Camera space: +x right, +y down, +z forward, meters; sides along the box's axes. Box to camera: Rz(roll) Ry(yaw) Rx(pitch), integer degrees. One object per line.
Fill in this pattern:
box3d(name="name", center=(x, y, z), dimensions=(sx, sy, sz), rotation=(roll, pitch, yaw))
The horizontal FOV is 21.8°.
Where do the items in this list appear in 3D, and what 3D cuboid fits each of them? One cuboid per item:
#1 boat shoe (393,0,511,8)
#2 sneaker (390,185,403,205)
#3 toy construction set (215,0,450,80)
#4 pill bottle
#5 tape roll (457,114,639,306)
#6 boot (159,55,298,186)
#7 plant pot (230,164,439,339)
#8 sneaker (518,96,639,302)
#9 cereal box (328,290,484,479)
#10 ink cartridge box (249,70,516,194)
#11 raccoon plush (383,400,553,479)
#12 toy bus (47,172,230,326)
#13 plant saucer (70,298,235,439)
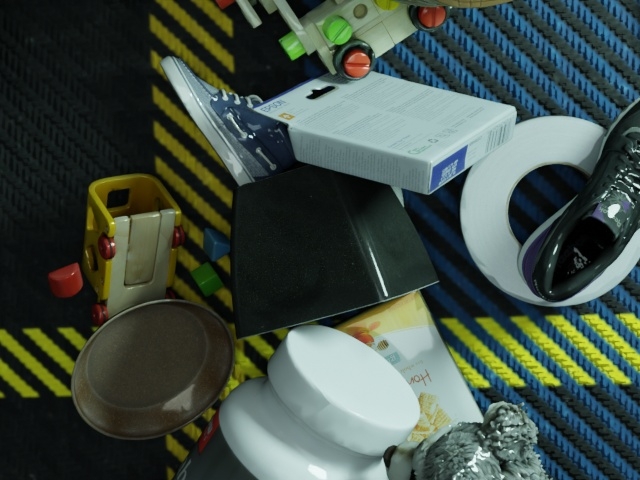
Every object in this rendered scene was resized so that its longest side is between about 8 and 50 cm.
box3d(name="boat shoe", center=(0.090, -0.304, 1.771), dimensions=(0.285, 0.089, 0.104), rotation=(3, 98, -18))
box3d(name="sneaker", center=(0.045, -0.082, 1.940), dimensions=(0.070, 0.051, 0.134), rotation=(-22, 100, 17))
box3d(name="toy construction set", center=(0.037, -0.313, 1.866), dimensions=(0.328, 0.151, 0.215), rotation=(-26, 118, 12))
box3d(name="pill bottle", center=(-0.054, 0.284, 1.855), dimensions=(0.210, 0.210, 0.363), rotation=(32, 111, -1))
box3d(name="tape roll", center=(0.269, -0.036, 1.923), dimensions=(0.219, 0.072, 0.219), rotation=(0, 96, 2))
box3d(name="boot", center=(-0.103, -0.150, 1.935), dimensions=(0.086, 0.069, 0.190), rotation=(-35, 101, -2))
box3d(name="plant pot", center=(0.000, 0.000, 1.864), dimensions=(0.188, 0.187, 0.167), rotation=(-17, 88, 22))
box3d(name="sneaker", center=(0.332, -0.044, 1.821), dimensions=(0.107, 0.124, 0.283), rotation=(35, 95, -2))
box3d(name="cereal box", center=(0.090, 0.197, 1.962), dimensions=(0.173, 0.047, 0.240), rotation=(-27, 94, 6))
box3d(name="ink cartridge box", center=(0.070, -0.126, 1.826), dimensions=(0.224, 0.223, 0.045), rotation=(18, 117, 25))
box3d(name="raccoon plush", center=(0.273, 0.317, 1.749), dimensions=(0.446, 0.299, 0.216), rotation=(12, 60, -3))
box3d(name="toy bus", center=(-0.226, 0.020, 1.929), dimensions=(0.202, 0.191, 0.104), rotation=(-42, 48, 5))
box3d(name="plant saucer", center=(-0.198, 0.143, 1.936), dimensions=(0.199, 0.036, 0.198), rotation=(-13, 127, -18))
